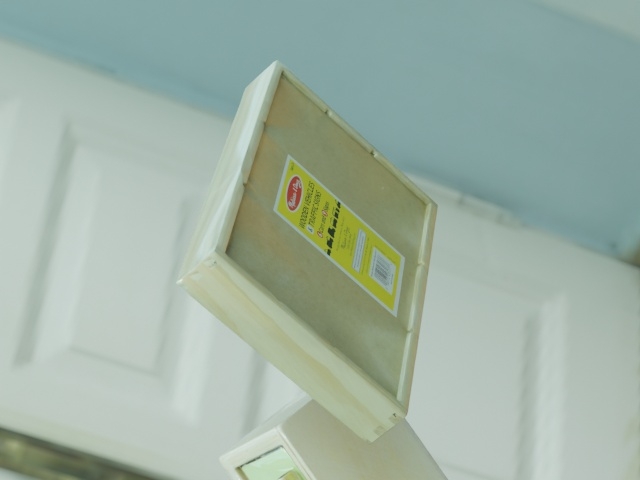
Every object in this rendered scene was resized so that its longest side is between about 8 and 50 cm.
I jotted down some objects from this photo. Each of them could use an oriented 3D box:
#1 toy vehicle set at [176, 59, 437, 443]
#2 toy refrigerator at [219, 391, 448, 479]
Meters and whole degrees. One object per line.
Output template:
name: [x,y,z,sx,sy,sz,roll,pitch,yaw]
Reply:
toy vehicle set: [0.000,0.000,1.324,0.035,0.166,0.267,-40,18,27]
toy refrigerator: [0.053,0.226,1.340,0.094,0.269,0.102,-35,1,-33]
